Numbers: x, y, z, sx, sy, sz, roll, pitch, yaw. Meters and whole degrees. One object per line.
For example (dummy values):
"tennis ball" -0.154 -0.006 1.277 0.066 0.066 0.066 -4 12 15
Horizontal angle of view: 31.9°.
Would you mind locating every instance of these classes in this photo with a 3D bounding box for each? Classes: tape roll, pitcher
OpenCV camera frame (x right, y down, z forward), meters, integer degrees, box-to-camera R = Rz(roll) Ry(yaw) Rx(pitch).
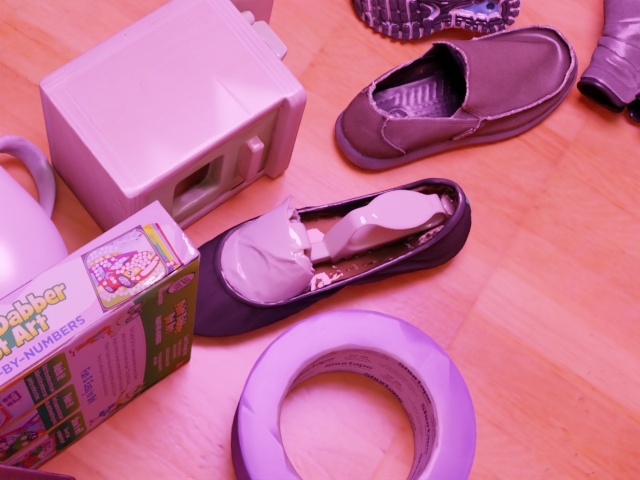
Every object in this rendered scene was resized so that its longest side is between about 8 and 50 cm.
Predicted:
"tape roll" 0.024 0.155 0.900 0.188 0.080 0.189 3 69 -9
"pitcher" -0.254 -0.003 0.880 0.177 0.125 0.207 2 57 -56

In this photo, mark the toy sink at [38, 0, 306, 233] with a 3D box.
"toy sink" -0.099 -0.109 0.942 0.234 0.153 0.131 -36 79 -21

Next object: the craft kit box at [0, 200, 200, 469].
"craft kit box" -0.200 0.102 0.793 0.246 0.250 0.061 -32 76 -19

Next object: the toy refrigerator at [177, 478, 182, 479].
"toy refrigerator" -0.059 0.318 0.820 0.102 0.094 0.269 -38 80 -27

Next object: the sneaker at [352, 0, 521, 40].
"sneaker" 0.110 -0.235 1.082 0.162 0.063 0.073 4 37 2

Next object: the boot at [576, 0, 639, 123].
"boot" 0.372 -0.171 1.092 0.246 0.083 0.161 15 83 -10

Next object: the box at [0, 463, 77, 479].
"box" -0.339 0.265 0.691 0.381 0.191 0.143 -19 74 2

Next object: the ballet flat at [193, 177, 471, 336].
"ballet flat" 0.000 0.000 0.946 0.280 0.096 0.095 -19 70 -15

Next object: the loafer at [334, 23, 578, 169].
"loafer" 0.136 -0.138 1.024 0.251 0.087 0.094 -25 75 -17
